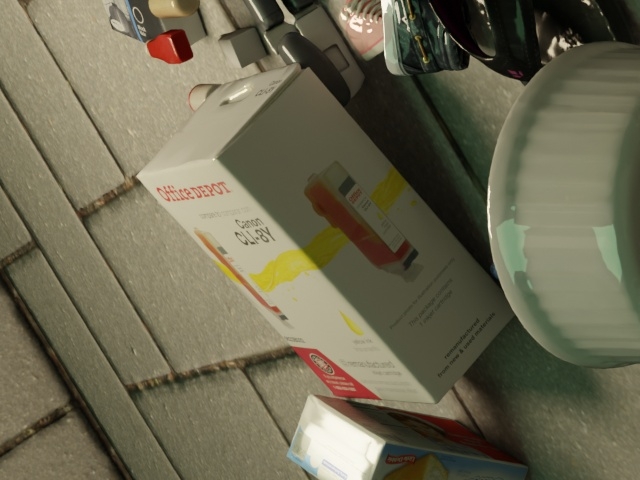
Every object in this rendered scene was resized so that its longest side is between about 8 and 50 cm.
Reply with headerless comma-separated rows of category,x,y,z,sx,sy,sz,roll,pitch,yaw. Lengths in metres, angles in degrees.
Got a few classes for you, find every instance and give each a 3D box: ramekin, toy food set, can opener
ramekin,0.281,-0.027,1.433,0.135,0.277,0.277,4,124,53
toy food set,-0.151,-0.246,2.188,0.104,0.111,0.232,9,126,62
can opener,-0.043,-0.273,1.974,0.283,0.076,0.095,58,173,-3

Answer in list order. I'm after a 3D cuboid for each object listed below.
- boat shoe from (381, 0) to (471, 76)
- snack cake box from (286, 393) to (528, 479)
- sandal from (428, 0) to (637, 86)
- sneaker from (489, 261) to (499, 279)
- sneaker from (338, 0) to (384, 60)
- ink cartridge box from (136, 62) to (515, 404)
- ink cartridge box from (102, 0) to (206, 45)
boat shoe,0.104,-0.256,1.754,0.083,0.065,0.183,0,108,27
snack cake box,0.109,0.272,2.160,0.152,0.264,0.089,27,99,48
sandal,0.138,-0.262,1.608,0.446,0.107,0.167,56,157,1
sneaker,0.228,0.028,1.867,0.059,0.053,0.144,55,158,-1
sneaker,0.058,-0.237,1.865,0.070,0.051,0.134,54,161,-5
ink cartridge box,0.000,0.000,2.039,0.384,0.160,0.279,49,160,-15
ink cartridge box,-0.258,-0.409,2.256,0.165,0.065,0.332,27,142,50
